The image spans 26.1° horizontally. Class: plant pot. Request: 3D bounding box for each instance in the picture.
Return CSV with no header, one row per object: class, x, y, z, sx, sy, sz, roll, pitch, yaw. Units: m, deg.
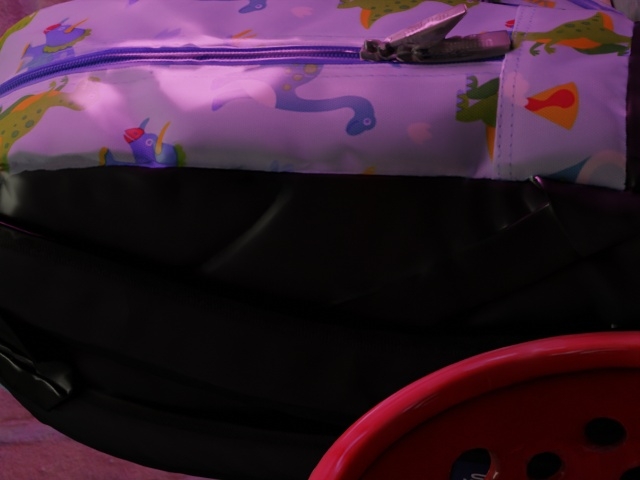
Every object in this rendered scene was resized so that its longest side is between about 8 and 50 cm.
plant pot,0.097,0.150,0.457,0.191,0.191,0.174,-93,-9,-65

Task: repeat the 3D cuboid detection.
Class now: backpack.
backpack,0.000,0.000,0.642,0.290,0.356,0.273,80,-175,-52

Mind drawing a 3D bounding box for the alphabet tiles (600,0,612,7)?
alphabet tiles,0.170,-0.045,0.886,0.278,0.021,0.284,82,-177,-46
